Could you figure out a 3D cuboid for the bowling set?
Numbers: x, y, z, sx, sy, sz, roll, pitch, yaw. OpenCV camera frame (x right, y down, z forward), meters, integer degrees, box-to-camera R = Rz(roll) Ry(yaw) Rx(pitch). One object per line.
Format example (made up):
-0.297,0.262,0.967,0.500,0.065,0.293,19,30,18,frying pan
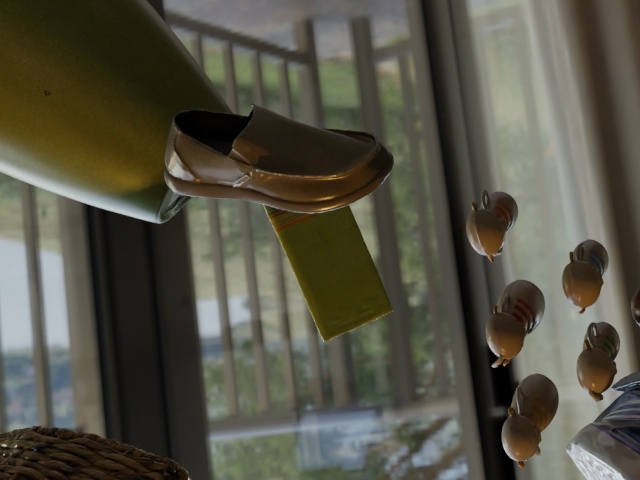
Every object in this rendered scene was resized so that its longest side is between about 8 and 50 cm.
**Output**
0.265,0.074,1.321,0.199,0.287,0.154,-12,-169,22,bowling set

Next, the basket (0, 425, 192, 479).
-0.269,0.330,1.266,0.299,0.213,0.223,-1,-141,35,basket

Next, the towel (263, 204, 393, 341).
0.000,0.000,1.598,0.102,0.237,0.021,-23,176,-14,towel

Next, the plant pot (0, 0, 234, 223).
-0.243,-0.156,1.308,0.293,0.275,0.275,34,172,6,plant pot

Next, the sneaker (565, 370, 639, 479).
0.400,0.198,1.392,0.236,0.130,0.323,-36,174,-1,sneaker

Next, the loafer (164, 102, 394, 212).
-0.030,-0.052,0.767,0.148,0.056,0.050,0,131,17,loafer
